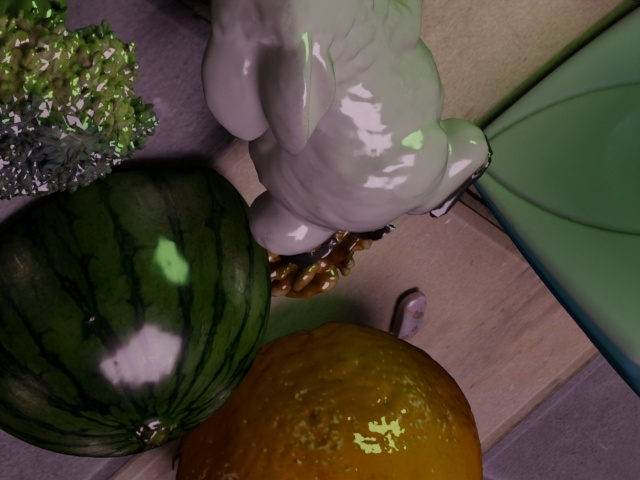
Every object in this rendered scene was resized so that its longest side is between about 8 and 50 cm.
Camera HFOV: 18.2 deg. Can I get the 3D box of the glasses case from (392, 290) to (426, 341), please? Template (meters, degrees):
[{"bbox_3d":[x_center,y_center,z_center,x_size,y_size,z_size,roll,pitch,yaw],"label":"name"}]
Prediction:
[{"bbox_3d":[0.103,0.089,2.312,0.032,0.021,0.083,-24,148,-26],"label":"glasses case"}]

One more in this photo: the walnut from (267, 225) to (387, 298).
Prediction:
[{"bbox_3d":[0.000,0.000,2.028,0.170,0.069,0.143,-46,151,21],"label":"walnut"}]

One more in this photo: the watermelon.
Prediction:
[{"bbox_3d":[-0.171,0.090,1.868,0.330,0.189,0.331,-32,155,-17],"label":"watermelon"}]

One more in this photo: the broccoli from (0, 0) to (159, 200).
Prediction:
[{"bbox_3d":[-0.246,-0.119,1.498,0.176,0.226,0.198,-46,179,-21],"label":"broccoli"}]

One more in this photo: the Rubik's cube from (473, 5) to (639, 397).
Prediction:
[{"bbox_3d":[0.405,-0.025,2.136,0.347,0.351,0.352,-39,148,5],"label":"Rubik's cube"}]

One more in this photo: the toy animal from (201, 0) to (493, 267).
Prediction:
[{"bbox_3d":[-0.004,-0.141,1.701,0.258,0.194,0.357,-57,147,-10],"label":"toy animal"}]

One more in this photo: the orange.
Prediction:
[{"bbox_3d":[0.017,0.262,2.191,0.340,0.293,0.341,-26,151,-16],"label":"orange"}]
